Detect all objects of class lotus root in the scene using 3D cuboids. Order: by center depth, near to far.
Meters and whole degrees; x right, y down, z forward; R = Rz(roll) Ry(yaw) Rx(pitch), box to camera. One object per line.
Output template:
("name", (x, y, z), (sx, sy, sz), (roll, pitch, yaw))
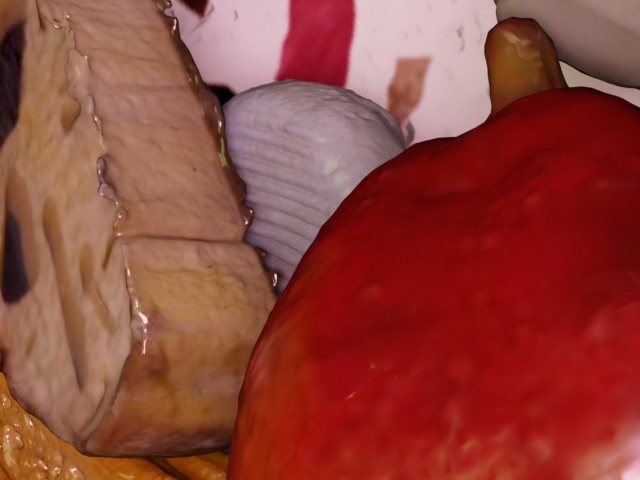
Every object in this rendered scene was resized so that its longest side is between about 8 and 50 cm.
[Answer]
("lotus root", (-0.104, -0.021, 0.720), (0.170, 0.074, 0.260), (-54, 52, 42))

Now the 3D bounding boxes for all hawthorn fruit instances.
("hawthorn fruit", (0.095, 0.077, 0.546), (0.265, 0.265, 0.307), (-15, 74, 33))

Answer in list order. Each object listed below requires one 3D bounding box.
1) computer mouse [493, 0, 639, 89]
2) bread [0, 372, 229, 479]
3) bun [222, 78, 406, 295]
("computer mouse", (0.228, -0.201, 0.527), (0.429, 0.145, 0.228), (-26, 91, 28))
("bread", (-0.091, 0.139, 0.775), (0.271, 0.077, 0.139), (29, 108, 33))
("bun", (0.000, 0.000, 0.716), (0.141, 0.083, 0.140), (0, 90, 49))
